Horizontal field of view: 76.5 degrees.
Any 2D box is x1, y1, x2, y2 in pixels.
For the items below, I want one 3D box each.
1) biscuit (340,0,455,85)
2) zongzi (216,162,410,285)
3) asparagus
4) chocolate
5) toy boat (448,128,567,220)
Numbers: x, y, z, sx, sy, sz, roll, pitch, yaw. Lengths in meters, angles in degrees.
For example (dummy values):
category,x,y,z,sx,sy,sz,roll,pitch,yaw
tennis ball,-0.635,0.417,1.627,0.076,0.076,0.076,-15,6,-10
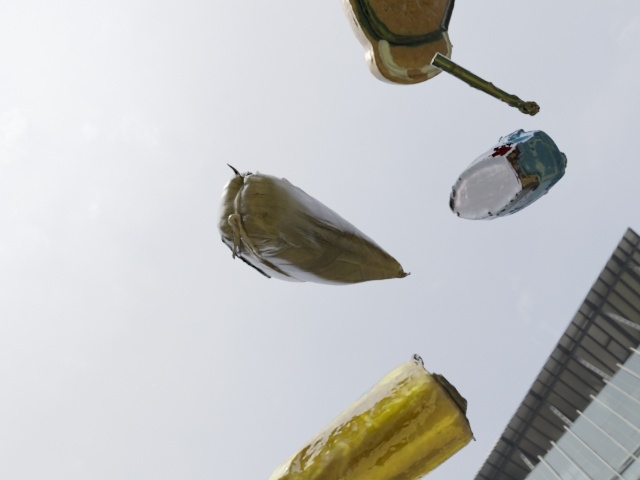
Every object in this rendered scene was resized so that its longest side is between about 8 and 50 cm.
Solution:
category,x,y,z,sx,sy,sz,roll,pitch,yaw
biscuit,0.173,-0.491,0.828,0.287,0.057,0.343,-21,-87,-24
zongzi,0.000,0.000,0.448,0.198,0.194,0.099,11,-102,16
asparagus,0.176,-0.165,0.434,0.127,0.018,0.015,26,-78,-1
chocolate,0.021,0.363,0.628,0.446,0.162,0.162,-31,-76,-11
toy boat,0.260,-0.087,0.577,0.097,0.223,0.100,-24,-98,-8
